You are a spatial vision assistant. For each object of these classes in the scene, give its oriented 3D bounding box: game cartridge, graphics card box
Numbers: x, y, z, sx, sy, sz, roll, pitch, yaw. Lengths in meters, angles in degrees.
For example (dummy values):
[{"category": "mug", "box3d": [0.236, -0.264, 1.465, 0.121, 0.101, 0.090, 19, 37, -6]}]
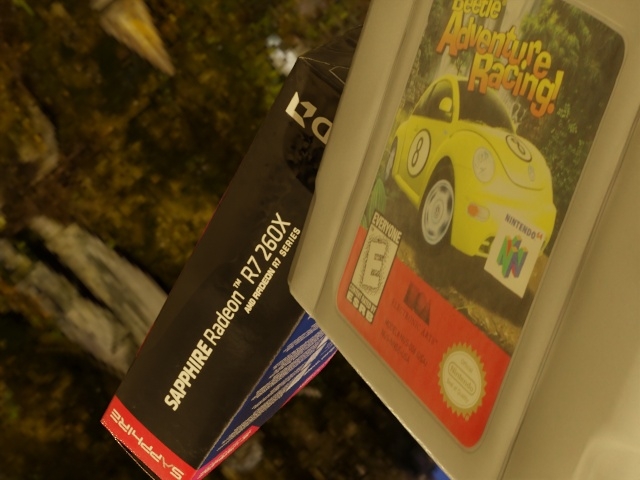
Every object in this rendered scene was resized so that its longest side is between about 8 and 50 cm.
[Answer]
[{"category": "game cartridge", "box3d": [0.075, -0.017, 0.454, 0.294, 0.060, 0.196, 43, -65, 61]}, {"category": "graphics card box", "box3d": [0.000, 0.000, 0.812, 0.233, 0.094, 0.371, -37, 166, -48]}]
